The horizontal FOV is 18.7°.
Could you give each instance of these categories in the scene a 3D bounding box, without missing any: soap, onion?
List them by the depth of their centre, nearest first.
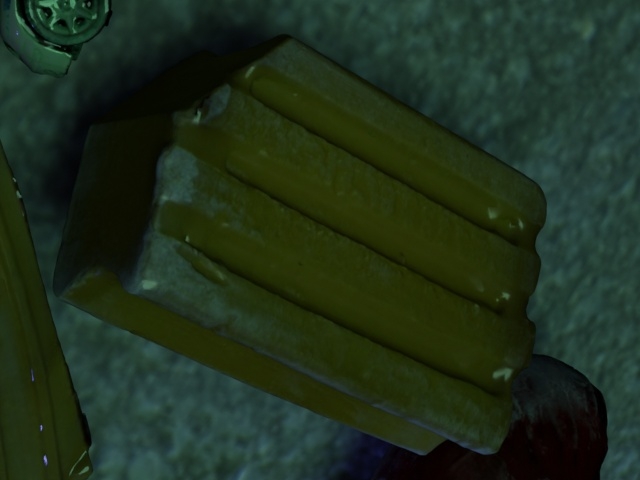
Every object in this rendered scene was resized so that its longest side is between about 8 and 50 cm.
[{"bbox_3d":[0.000,0.000,0.880,0.232,0.073,0.140,27,64,-38],"label":"soap"},{"bbox_3d":[0.070,0.150,0.997,0.098,0.151,0.205,24,85,-23],"label":"onion"}]

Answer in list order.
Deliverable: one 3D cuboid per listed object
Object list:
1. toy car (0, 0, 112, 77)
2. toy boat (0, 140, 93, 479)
[{"bbox_3d":[-0.093,-0.176,0.756,0.076,0.090,0.224,17,108,-8],"label":"toy car"},{"bbox_3d":[-0.182,0.002,0.795,0.115,0.089,0.310,-24,124,-21],"label":"toy boat"}]
